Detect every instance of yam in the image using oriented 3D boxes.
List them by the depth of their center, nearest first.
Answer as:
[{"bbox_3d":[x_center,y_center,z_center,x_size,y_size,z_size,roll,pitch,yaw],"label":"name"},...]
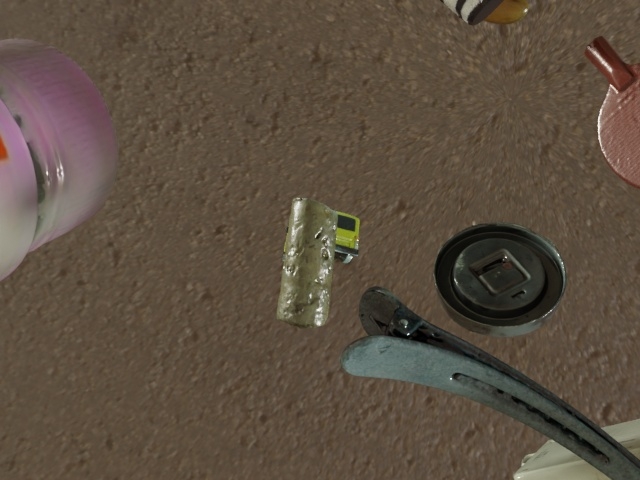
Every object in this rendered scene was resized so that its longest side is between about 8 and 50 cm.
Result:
[{"bbox_3d":[-0.018,0.033,1.095,0.078,0.078,0.179,5,87,13],"label":"yam"}]

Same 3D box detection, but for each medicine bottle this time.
[{"bbox_3d":[-0.353,-0.039,0.615,0.219,0.388,0.219,9,113,22],"label":"medicine bottle"}]

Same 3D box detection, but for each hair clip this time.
[{"bbox_3d":[0.148,0.123,0.605,0.275,0.083,0.048,26,121,-1],"label":"hair clip"}]

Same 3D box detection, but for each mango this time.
[{"bbox_3d":[0.371,-0.541,1.722,0.184,0.085,0.102,34,122,2],"label":"mango"}]

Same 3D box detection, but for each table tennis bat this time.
[{"bbox_3d":[0.679,-0.276,1.615,0.268,0.051,0.415,-46,51,27],"label":"table tennis bat"}]

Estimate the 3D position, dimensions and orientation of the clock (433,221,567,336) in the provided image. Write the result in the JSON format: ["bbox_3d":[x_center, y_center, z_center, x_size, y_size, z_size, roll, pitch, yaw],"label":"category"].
[{"bbox_3d":[0.381,0.082,1.660,0.280,0.281,0.055,6,142,13],"label":"clock"}]

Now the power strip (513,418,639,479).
[{"bbox_3d":[0.340,0.172,0.674,0.367,0.106,0.043,-28,83,38],"label":"power strip"}]

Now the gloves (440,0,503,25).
[{"bbox_3d":[0.233,-0.486,1.323,0.131,0.140,0.219,-35,83,-14],"label":"gloves"}]

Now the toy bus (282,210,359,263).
[{"bbox_3d":[0.000,0.000,1.600,0.175,0.088,0.101,-16,65,56],"label":"toy bus"}]
